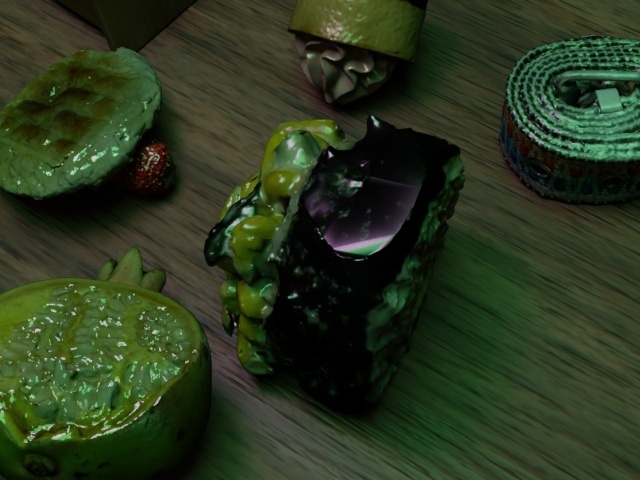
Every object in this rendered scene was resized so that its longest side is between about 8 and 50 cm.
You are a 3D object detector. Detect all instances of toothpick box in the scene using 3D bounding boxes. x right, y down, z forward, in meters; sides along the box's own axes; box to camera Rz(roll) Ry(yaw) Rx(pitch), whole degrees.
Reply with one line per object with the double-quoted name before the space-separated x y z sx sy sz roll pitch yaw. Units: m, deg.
"toothpick box" -0.370 -0.459 1.736 0.308 0.190 0.187 35 71 27

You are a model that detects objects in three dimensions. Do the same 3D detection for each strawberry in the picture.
"strawberry" -0.252 -0.100 1.571 0.096 0.083 0.083 -18 59 9

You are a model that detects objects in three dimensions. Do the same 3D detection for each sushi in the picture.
"sushi" 0.000 0.000 1.350 0.285 0.329 0.328 21 69 11

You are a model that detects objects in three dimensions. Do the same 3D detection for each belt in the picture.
"belt" 0.393 -0.168 1.493 0.295 0.160 0.207 7 61 10

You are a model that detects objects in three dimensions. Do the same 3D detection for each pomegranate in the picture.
"pomegranate" -0.274 0.173 1.353 0.310 0.216 0.358 4 31 9

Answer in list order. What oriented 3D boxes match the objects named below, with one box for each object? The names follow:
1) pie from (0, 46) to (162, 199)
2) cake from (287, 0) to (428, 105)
"pie" -0.360 -0.174 1.588 0.306 0.071 0.306 -13 41 12
"cake" 0.054 -0.284 1.600 0.207 0.185 0.178 2 102 -17
